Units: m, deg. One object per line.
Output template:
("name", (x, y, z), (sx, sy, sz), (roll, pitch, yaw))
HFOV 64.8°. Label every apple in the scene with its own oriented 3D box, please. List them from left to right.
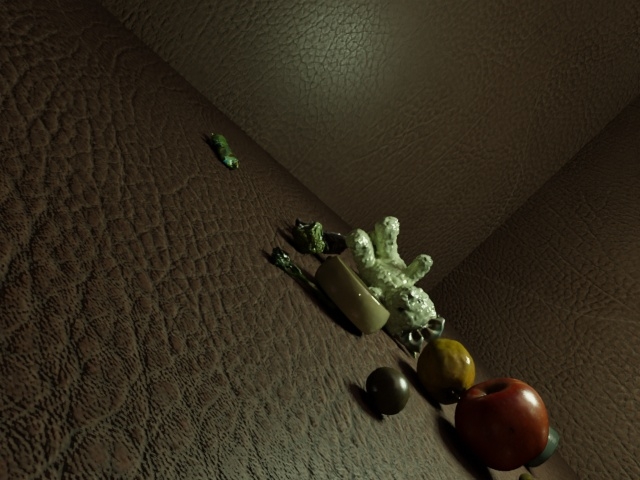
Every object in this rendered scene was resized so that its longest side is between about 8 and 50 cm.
("apple", (0.515, 0.521, 1.435), (0.260, 0.260, 0.216), (4, 65, -77))

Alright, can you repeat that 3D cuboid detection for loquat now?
("loquat", (0.406, 0.424, 1.631), (0.176, 0.187, 0.234), (0, 31, -8))

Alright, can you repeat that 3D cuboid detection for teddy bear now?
("teddy bear", (0.286, 0.164, 1.852), (0.362, 0.327, 0.375), (-124, -165, -50))

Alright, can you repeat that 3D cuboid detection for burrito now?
("burrito", (-0.404, -0.374, 2.042), (0.104, 0.054, 0.288), (35, 14, -39))

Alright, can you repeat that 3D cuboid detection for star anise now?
("star anise", (0.001, 0.000, 1.990), (0.223, 0.109, 0.236), (23, 10, 34))

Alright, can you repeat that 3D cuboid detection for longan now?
("longan", (0.148, 0.338, 1.134), (0.113, 0.092, 0.113), (28, 38, -24))

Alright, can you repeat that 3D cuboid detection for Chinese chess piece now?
("Chinese chess piece", (0.097, 0.168, 1.556), (0.273, 0.102, 0.273), (48, 2, -3))

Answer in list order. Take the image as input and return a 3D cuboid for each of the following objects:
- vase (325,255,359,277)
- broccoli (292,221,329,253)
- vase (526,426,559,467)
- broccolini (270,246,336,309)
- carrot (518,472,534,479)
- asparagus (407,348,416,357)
("vase", (0.097, 0.127, 1.986), (0.211, 0.060, 0.060), (39, 10, -28))
("broccoli", (-0.038, -0.010, 1.806), (0.130, 0.120, 0.131), (33, -12, -25))
("vase", (0.747, 0.712, 1.975), (0.321, 0.173, 0.173), (40, 8, 11))
("broccolini", (-0.055, 0.117, 1.458), (0.254, 0.071, 0.057), (49, -35, -17))
("carrot", (0.631, 0.761, 1.492), (0.070, 0.070, 0.342), (47, 3, 12))
("asparagus", (0.344, 0.412, 1.920), (0.025, 0.021, 0.108), (41, 9, -31))
